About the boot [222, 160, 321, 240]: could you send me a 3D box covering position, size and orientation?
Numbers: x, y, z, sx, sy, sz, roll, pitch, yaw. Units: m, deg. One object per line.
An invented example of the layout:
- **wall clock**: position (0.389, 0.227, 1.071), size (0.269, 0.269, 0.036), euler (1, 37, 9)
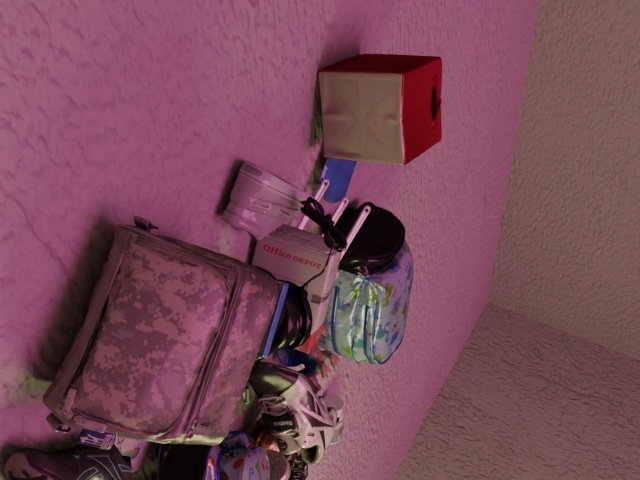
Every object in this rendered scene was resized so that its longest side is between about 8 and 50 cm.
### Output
- **boot**: position (-0.096, -0.057, 1.406), size (0.123, 0.095, 0.258), euler (-61, 151, 3)

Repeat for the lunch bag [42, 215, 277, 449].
- **lunch bag**: position (-0.239, 0.140, 1.097), size (0.256, 0.212, 0.305), euler (26, 84, -50)

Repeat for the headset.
- **headset**: position (-0.114, 0.105, 1.365), size (0.394, 0.185, 0.243), euler (-41, 155, 9)

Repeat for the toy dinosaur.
- **toy dinosaur**: position (-0.123, 0.499, 1.757), size (0.322, 0.164, 0.218), euler (-40, 134, -12)

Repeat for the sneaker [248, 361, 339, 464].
- **sneaker**: position (-0.067, 0.390, 1.673), size (0.330, 0.122, 0.146), euler (50, 46, -37)

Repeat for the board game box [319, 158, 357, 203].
- **board game box**: position (0.031, -0.167, 1.654), size (0.133, 0.033, 0.169), euler (18, 90, -61)

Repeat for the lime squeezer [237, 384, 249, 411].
- **lime squeezer**: position (-0.182, 0.299, 1.443), size (0.310, 0.110, 0.059), euler (-19, 91, -68)

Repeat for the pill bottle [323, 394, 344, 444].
- **pill bottle**: position (0.030, 0.522, 2.199), size (0.078, 0.078, 0.137), euler (-42, 146, -48)

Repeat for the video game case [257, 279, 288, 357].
- **video game case**: position (-0.132, 0.112, 1.205), size (0.015, 0.166, 0.119), euler (27, 76, -51)

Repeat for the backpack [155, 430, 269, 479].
- **backpack**: position (-0.206, 0.473, 1.434), size (0.263, 0.213, 0.277), euler (31, 67, -84)

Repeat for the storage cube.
- **storage cube**: position (0.122, -0.269, 1.526), size (0.193, 0.215, 0.184), euler (-36, 129, -53)

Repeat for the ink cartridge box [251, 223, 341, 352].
- **ink cartridge box**: position (-0.059, 0.089, 1.498), size (0.092, 0.158, 0.218), euler (-42, 147, -66)

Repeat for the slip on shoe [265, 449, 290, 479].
- **slip on shoe**: position (-0.196, 0.579, 1.589), size (0.331, 0.123, 0.101), euler (-37, 146, -18)

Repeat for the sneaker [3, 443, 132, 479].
- **sneaker**: position (-0.368, 0.344, 1.128), size (0.267, 0.101, 0.106), euler (59, 34, -54)

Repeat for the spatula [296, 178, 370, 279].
- **spatula**: position (0.000, 0.000, 1.606), size (0.168, 0.019, 0.242), euler (32, 86, -27)

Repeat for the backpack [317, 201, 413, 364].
- **backpack**: position (0.103, 0.133, 1.846), size (0.290, 0.273, 0.356), euler (-45, 161, -57)

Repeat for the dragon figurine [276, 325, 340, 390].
- **dragon figurine**: position (-0.049, 0.247, 1.754), size (0.085, 0.144, 0.289), euler (-42, 115, -48)

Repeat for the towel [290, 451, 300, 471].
- **towel**: position (-0.091, 0.572, 2.032), size (0.275, 0.031, 0.199), euler (-42, 144, -51)

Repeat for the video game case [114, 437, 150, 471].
- **video game case**: position (-0.332, 0.334, 1.281), size (0.157, 0.019, 0.143), euler (19, 92, -68)
